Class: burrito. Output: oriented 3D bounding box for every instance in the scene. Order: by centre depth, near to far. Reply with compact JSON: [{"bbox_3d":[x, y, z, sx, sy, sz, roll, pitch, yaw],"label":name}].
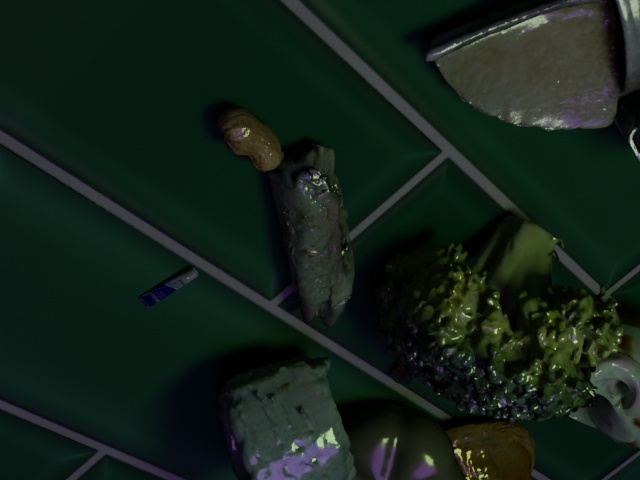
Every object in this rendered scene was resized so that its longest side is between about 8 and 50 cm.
[{"bbox_3d":[-0.003,0.002,1.588,0.096,0.066,0.309,-15,135,-7],"label":"burrito"}]

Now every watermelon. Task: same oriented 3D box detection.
[{"bbox_3d":[0.140,0.188,1.858,0.085,0.085,0.061,-26,97,-3],"label":"watermelon"}]

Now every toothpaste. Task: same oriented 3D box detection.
[{"bbox_3d":[-0.199,0.062,1.581,0.083,0.015,0.024,-30,130,8],"label":"toothpaste"}]

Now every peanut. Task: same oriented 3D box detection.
[{"bbox_3d":[-0.083,-0.121,1.445,0.054,0.054,0.113,-40,136,11],"label":"peanut"}]

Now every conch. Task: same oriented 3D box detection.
[{"bbox_3d":[0.503,0.235,1.976,0.249,0.197,0.368,-3,144,25],"label":"conch"}]

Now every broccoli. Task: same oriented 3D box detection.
[{"bbox_3d":[0.250,0.107,1.719,0.281,0.348,0.293,-61,178,-9],"label":"broccoli"}]

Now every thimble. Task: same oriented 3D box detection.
[{"bbox_3d":[-0.046,0.280,1.723,0.172,0.205,0.250,-17,126,-12],"label":"thimble"}]

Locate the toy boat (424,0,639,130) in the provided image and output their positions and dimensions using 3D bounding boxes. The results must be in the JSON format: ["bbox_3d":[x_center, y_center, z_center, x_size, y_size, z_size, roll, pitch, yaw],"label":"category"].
[{"bbox_3d":[0.312,-0.244,1.505,0.293,0.111,0.276,-30,133,17],"label":"toy boat"}]

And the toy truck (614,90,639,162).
[{"bbox_3d":[0.567,-0.213,1.593,0.363,0.178,0.176,-38,109,7],"label":"toy truck"}]

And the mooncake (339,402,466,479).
[{"bbox_3d":[0.099,0.388,1.891,0.275,0.135,0.275,0,106,0],"label":"mooncake"}]

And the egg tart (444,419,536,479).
[{"bbox_3d":[0.239,0.460,2.084,0.339,0.153,0.351,0,128,-23],"label":"egg tart"}]
